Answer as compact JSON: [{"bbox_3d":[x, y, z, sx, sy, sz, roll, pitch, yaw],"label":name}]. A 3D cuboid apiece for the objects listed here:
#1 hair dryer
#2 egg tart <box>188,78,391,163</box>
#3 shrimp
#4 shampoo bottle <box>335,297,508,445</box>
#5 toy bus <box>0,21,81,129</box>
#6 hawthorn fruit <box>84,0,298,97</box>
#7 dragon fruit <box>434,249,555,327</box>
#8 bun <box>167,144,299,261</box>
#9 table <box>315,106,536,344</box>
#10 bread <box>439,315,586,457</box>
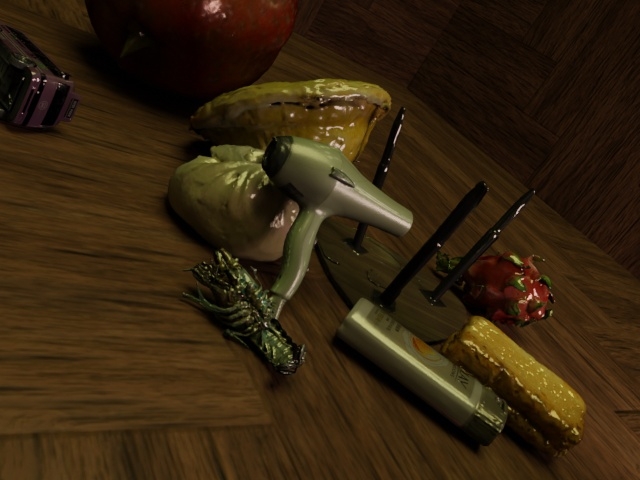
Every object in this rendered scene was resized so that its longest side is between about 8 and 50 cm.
[{"bbox_3d":[0.027,-0.012,0.758,0.218,0.225,0.088,2,-4,-31],"label":"hair dryer"},{"bbox_3d":[-0.047,-0.174,1.014,0.345,0.133,0.345,-5,2,0],"label":"egg tart"},{"bbox_3d":[-0.084,0.085,0.653,0.082,0.076,0.174,-33,66,-21],"label":"shrimp"},{"bbox_3d":[0.126,0.162,0.750,0.227,0.056,0.086,36,19,9],"label":"shampoo bottle"},{"bbox_3d":[-0.408,-0.226,0.803,0.178,0.087,0.098,42,18,26],"label":"toy bus"},{"bbox_3d":[-0.253,-0.441,1.116,0.402,0.403,0.403,27,23,-13],"label":"hawthorn fruit"},{"bbox_3d":[0.319,0.074,1.100,0.137,0.135,0.235,-1,21,-44],"label":"dragon fruit"},{"bbox_3d":[-0.106,-0.067,0.822,0.193,0.128,0.178,31,24,2],"label":"bun"},{"bbox_3d":[0.169,-0.017,0.917,0.317,0.249,0.317,27,23,-13],"label":"table"},{"bbox_3d":[0.261,0.199,0.815,0.211,0.083,0.114,39,27,14],"label":"bread"}]
